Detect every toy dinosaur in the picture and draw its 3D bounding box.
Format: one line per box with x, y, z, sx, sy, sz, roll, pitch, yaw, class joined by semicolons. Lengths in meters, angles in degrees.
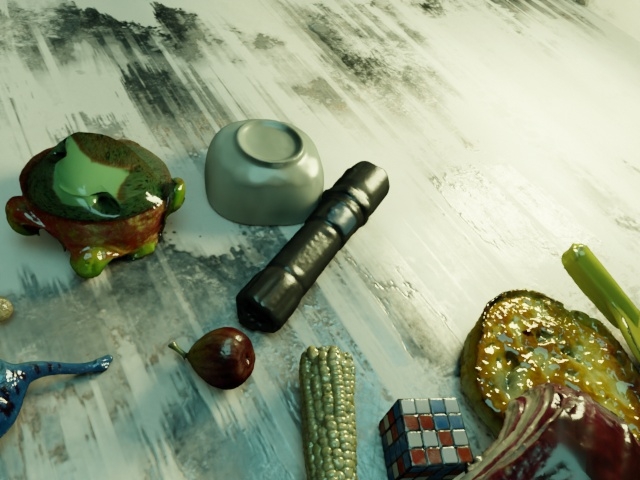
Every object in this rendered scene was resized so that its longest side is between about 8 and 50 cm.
-0.434;0.205;0.618;0.144;0.076;0.329;39;41;9;toy dinosaur

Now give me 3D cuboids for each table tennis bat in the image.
0.549;0.161;0.874;0.369;0.054;0.224;53;32;6;table tennis bat

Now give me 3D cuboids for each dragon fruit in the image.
-0.371;-0.080;0.846;0.268;0.130;0.295;1;50;-22;dragon fruit

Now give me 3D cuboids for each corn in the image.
0.013;0.250;0.705;0.087;0.087;0.211;5;55;-12;corn

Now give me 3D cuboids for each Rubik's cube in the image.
0.144;0.281;0.702;0.092;0.092;0.092;3;49;-14;Rubik's cube

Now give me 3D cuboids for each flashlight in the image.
0.000;0.000;0.907;0.103;0.103;0.424;31;51;11;flashlight

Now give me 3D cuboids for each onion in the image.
0.319;0.294;0.561;0.280;0.146;0.314;41;35;19;onion

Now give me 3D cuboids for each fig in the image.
-0.161;0.170;0.731;0.125;0.089;0.089;-1;45;19;fig

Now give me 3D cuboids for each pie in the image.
0.370;0.224;0.823;0.315;0.092;0.315;5;49;-6;pie

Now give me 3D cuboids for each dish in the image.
-0.105;-0.152;0.983;0.256;0.117;0.256;8;50;-10;dish

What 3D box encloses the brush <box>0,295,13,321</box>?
-0.586;0.111;0.679;0.299;0.039;0.042;-6;91;-17;brush
